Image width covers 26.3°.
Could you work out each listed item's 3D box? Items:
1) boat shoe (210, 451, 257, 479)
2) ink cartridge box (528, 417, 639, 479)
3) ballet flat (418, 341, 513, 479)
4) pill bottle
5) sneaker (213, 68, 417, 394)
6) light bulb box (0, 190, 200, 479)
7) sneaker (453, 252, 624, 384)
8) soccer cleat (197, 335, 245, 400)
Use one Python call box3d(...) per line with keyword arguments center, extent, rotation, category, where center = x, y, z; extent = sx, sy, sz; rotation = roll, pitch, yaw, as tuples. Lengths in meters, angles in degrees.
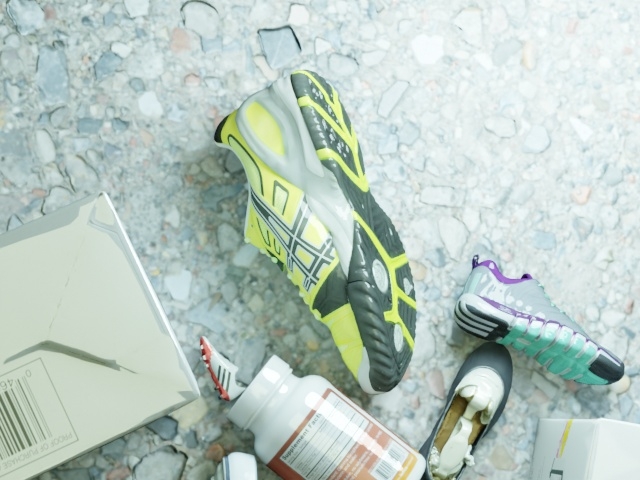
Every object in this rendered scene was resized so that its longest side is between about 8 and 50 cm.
box3d(center=(-0.150, 0.418, 1.532), extent=(0.156, 0.136, 0.367), rotation=(4, 92, -2), category="boat shoe")
box3d(center=(0.343, 0.293, 1.538), extent=(0.171, 0.232, 0.168), rotation=(11, 82, -5), category="ink cartridge box")
box3d(center=(0.174, 0.210, 1.614), extent=(0.074, 0.074, 0.203), rotation=(31, 80, -1), category="ballet flat")
box3d(center=(0.003, 0.232, 1.566), extent=(0.216, 0.121, 0.121), rotation=(38, 81, 3), category="pill bottle")
box3d(center=(0.000, 0.000, 1.609), extent=(0.147, 0.145, 0.384), rotation=(-20, 87, 23), category="sneaker")
box3d(center=(-0.333, 0.136, 1.422), extent=(0.358, 0.361, 0.225), rotation=(-24, 87, -8), category="light bulb box")
box3d(center=(0.272, 0.092, 1.637), extent=(0.224, 0.083, 0.098), rotation=(26, 59, -11), category="sneaker")
box3d(center=(-0.117, 0.148, 1.613), extent=(0.036, 0.029, 0.083), rotation=(-24, 89, -17), category="soccer cleat")
